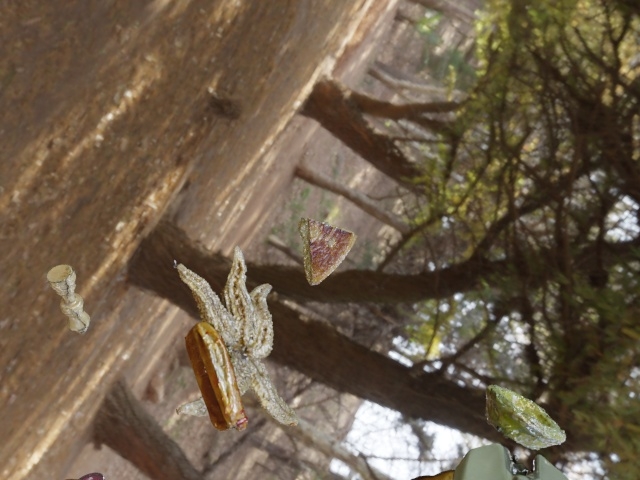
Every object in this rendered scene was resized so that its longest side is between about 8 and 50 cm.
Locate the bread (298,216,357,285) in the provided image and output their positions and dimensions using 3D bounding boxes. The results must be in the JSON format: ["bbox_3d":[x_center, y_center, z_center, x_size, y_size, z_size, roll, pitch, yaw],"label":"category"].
[{"bbox_3d":[0.019,0.005,1.409,0.054,0.136,0.154,29,-49,52],"label":"bread"}]

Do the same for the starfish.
[{"bbox_3d":[-0.148,0.150,1.059,0.084,0.301,0.293,-25,-117,28],"label":"starfish"}]

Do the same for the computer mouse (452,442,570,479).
[{"bbox_3d":[0.276,0.483,0.937,0.145,0.228,0.429,95,13,-46],"label":"computer mouse"}]

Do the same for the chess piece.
[{"bbox_3d":[-0.531,0.133,1.397,0.060,0.060,0.172,-63,155,-47],"label":"chess piece"}]

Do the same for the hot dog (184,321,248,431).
[{"bbox_3d":[-0.127,0.168,0.809,0.038,0.144,0.062,-7,155,-43],"label":"hot dog"}]

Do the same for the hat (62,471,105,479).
[{"bbox_3d":[-0.517,0.540,1.304,0.205,0.089,0.205,-48,158,-26],"label":"hat"}]

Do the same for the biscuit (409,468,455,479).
[{"bbox_3d":[0.299,0.577,1.457,0.274,0.213,0.091,-37,-137,42],"label":"biscuit"}]

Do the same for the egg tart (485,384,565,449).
[{"bbox_3d":[0.436,0.391,1.417,0.078,0.197,0.197,-62,-178,7],"label":"egg tart"}]
